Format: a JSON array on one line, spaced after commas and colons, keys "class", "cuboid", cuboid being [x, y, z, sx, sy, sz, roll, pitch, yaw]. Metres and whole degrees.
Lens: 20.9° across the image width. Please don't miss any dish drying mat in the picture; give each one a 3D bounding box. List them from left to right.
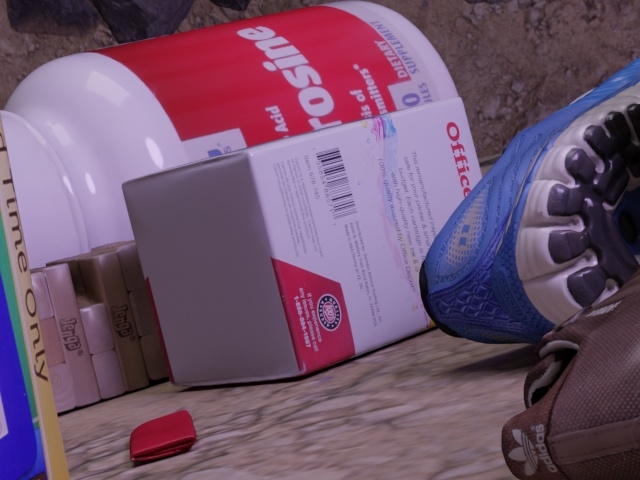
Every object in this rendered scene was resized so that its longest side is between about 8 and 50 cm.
[{"class": "dish drying mat", "cuboid": [-0.075, 0.094, 0.830, 0.032, 0.008, 0.083, -16, 4, -6]}]

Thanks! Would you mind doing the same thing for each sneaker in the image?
[{"class": "sneaker", "cuboid": [0.101, 0.034, 0.564, 0.071, 0.066, 0.188, -15, 3, 15]}, {"class": "sneaker", "cuboid": [0.163, -0.042, 0.893, 0.147, 0.130, 0.330, -17, 9, 47]}]

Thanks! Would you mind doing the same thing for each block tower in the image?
[{"class": "block tower", "cuboid": [-0.066, 0.028, 1.151, 0.335, 0.097, 0.091, -15, 4, -29]}]

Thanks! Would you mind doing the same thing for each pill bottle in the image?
[{"class": "pill bottle", "cuboid": [-0.099, -0.045, 1.332, 0.407, 0.229, 0.229, -18, 5, -39]}]

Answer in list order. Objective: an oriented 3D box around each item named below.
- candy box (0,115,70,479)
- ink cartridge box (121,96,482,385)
[{"class": "candy box", "cuboid": [-0.203, 0.013, 0.494, 0.122, 0.268, 0.317, -10, 5, 17]}, {"class": "ink cartridge box", "cuboid": [0.000, 0.000, 1.025, 0.176, 0.128, 0.127, -16, 3, -40]}]
